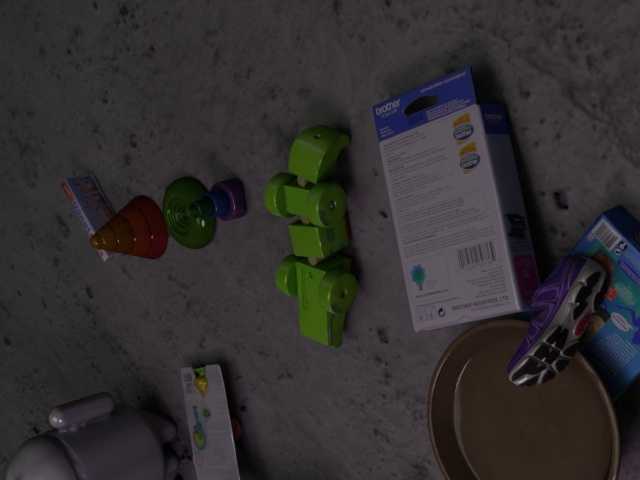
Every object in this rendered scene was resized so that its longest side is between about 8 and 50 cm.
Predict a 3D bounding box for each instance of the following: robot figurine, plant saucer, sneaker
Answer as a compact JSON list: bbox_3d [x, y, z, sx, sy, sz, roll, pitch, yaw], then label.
[{"bbox_3d":[-0.432,0.431,1.922,0.199,0.353,0.300,10,110,43],"label":"robot figurine"},{"bbox_3d":[0.253,0.233,1.289,0.277,0.041,0.278,6,98,44],"label":"plant saucer"},{"bbox_3d":[0.270,0.094,1.211,0.170,0.068,0.071,-57,39,1],"label":"sneaker"}]

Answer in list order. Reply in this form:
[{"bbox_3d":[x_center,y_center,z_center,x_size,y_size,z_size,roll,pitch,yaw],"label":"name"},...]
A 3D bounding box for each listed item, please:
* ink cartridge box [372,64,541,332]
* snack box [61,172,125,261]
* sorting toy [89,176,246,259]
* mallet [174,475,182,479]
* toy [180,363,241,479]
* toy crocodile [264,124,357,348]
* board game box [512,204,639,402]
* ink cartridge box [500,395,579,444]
[{"bbox_3d":[0.172,-0.049,1.330,0.185,0.065,0.311,-18,83,48],"label":"ink cartridge box"},{"bbox_3d":[-0.421,-0.046,1.957,0.178,0.064,0.022,58,136,14],"label":"snack box"},{"bbox_3d":[-0.280,-0.030,1.776,0.365,0.126,0.127,-14,93,48],"label":"sorting toy"},{"bbox_3d":[-0.310,0.538,2.075,0.039,0.062,0.190,44,116,25],"label":"mallet"},{"bbox_3d":[-0.181,0.338,1.854,0.137,0.056,0.237,-13,89,51],"label":"toy"},{"bbox_3d":[0.000,0.000,1.530,0.115,0.105,0.341,13,118,42],"label":"toy crocodile"},{"bbox_3d":[0.343,0.087,1.238,0.160,0.047,0.210,50,133,21],"label":"board game box"},{"bbox_3d":[0.290,0.301,1.353,0.115,0.067,0.198,23,118,39],"label":"ink cartridge box"}]
